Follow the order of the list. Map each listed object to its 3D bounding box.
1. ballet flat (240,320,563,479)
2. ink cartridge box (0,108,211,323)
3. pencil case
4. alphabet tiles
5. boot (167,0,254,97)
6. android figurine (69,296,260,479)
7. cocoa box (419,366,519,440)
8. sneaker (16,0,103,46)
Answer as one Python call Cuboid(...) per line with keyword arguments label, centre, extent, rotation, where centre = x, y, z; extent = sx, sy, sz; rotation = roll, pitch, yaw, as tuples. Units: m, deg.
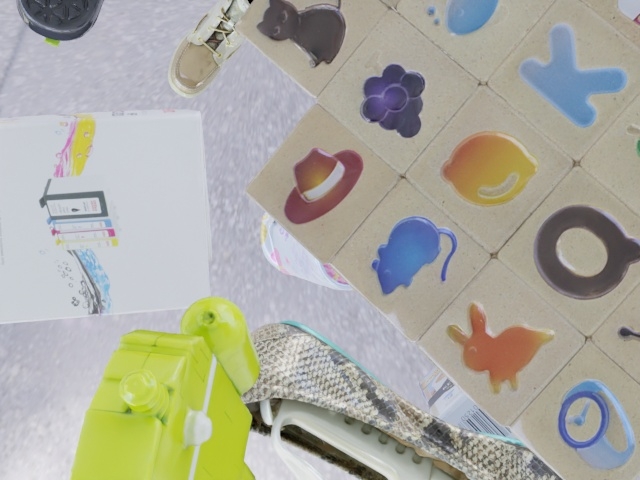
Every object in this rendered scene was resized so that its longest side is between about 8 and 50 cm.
Cuboid(label="ballet flat", centre=(0.102, 0.266, 1.357), extent=(0.482, 0.182, 0.164), rotation=(28, 137, 1))
Cuboid(label="ink cartridge box", centre=(-0.218, -0.027, 1.070), extent=(0.232, 0.171, 0.168), rotation=(-4, 98, -9))
Cuboid(label="pencil case", centre=(0.000, 0.000, 1.778), extent=(0.113, 0.273, 0.124), rotation=(-26, 105, -16))
Cuboid(label="alphabet tiles", centre=(0.135, -0.057, 0.548), extent=(0.342, 0.011, 0.285), rotation=(42, 101, 12))
Cuboid(label="boot", centre=(-0.141, -0.320, 1.817), extent=(0.077, 0.165, 0.213), rotation=(39, 66, -12))
Cuboid(label="android figurine", centre=(-0.086, 0.155, 0.717), extent=(0.056, 0.273, 0.248), rotation=(6, 64, 9))
Cuboid(label="cocoa box", centre=(0.341, 0.185, 1.668), extent=(0.347, 0.228, 0.231), rotation=(-43, 96, 4))
Cuboid(label="sneaker", centre=(-0.173, -0.260, 0.907), extent=(0.084, 0.097, 0.235), rotation=(23, 100, -9))
